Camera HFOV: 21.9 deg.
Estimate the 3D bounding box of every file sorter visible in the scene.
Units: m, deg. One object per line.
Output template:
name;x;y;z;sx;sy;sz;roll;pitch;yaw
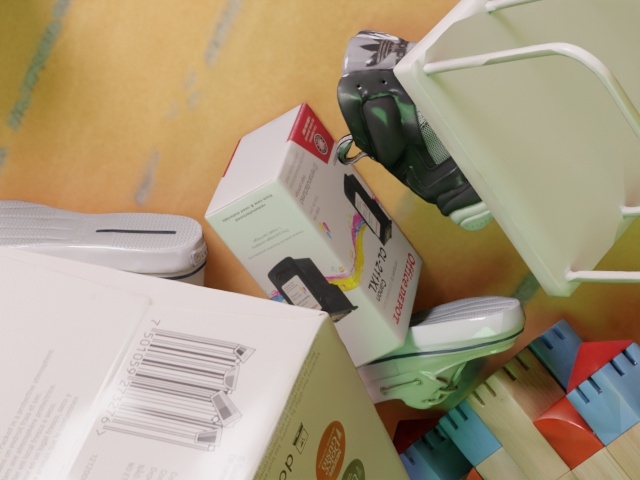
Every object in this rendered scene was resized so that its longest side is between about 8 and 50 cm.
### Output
file sorter;0.228;-0.125;1.038;0.193;0.277;0.173;53;156;-20

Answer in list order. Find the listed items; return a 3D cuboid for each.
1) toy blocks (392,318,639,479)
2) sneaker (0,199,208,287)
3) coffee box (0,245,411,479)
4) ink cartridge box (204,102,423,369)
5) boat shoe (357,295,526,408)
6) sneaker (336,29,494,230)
toy blocks;0.214;0.192;1.339;0.261;0.191;0.381;52;142;9
sneaker;-0.222;0.027;1.393;0.258;0.094;0.091;5;119;10
coffee box;-0.156;0.248;1.278;0.338;0.337;0.334;10;148;26
ink cartridge box;0.000;0.000;1.299;0.072;0.127;0.175;-28;113;25
boat shoe;0.084;0.098;1.345;0.226;0.083;0.076;-14;97;48
sneaker;0.098;-0.135;1.199;0.153;0.101;0.268;20;126;0
